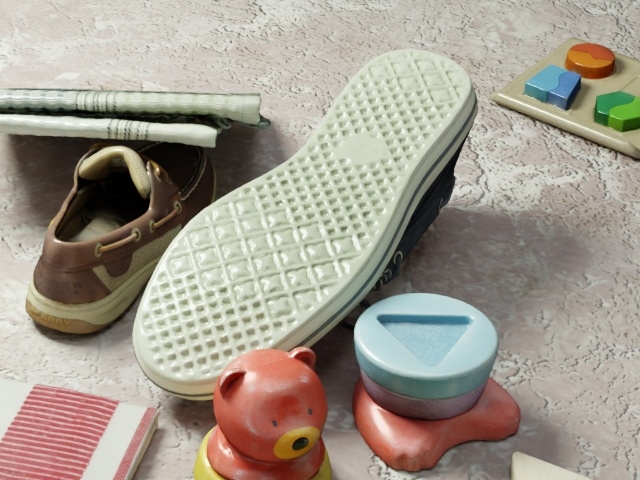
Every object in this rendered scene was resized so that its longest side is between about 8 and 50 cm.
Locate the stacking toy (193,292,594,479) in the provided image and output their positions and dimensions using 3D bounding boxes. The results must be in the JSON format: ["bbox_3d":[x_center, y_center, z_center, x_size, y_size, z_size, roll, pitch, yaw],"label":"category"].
[{"bbox_3d":[0.076,0.158,1.426,0.309,0.130,0.279,-24,42,-36],"label":"stacking toy"}]

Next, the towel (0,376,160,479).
[{"bbox_3d":[-0.325,0.186,1.421,0.329,0.037,0.237,11,31,6],"label":"towel"}]

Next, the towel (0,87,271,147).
[{"bbox_3d":[-0.216,-0.137,1.824,0.324,0.056,0.312,1,6,-2],"label":"towel"}]

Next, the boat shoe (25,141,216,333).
[{"bbox_3d":[-0.195,-0.041,1.703,0.123,0.123,0.342,16,33,16],"label":"boat shoe"}]

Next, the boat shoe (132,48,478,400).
[{"bbox_3d":[0.000,0.000,1.649,0.187,0.156,0.500,25,49,20],"label":"boat shoe"}]

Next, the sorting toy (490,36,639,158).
[{"bbox_3d":[0.394,-0.171,2.055,0.307,0.041,0.229,25,38,29],"label":"sorting toy"}]
